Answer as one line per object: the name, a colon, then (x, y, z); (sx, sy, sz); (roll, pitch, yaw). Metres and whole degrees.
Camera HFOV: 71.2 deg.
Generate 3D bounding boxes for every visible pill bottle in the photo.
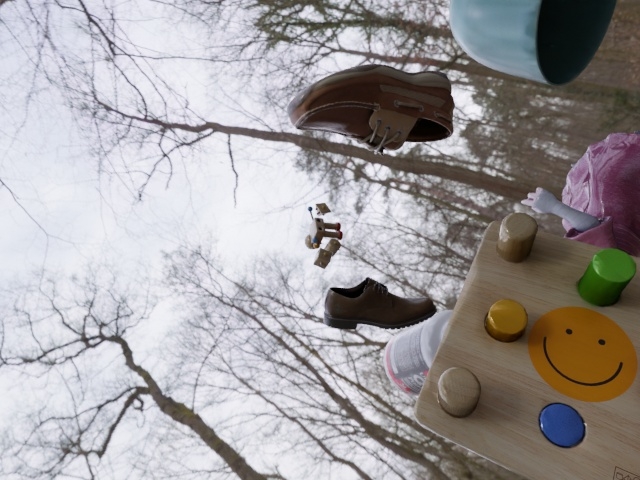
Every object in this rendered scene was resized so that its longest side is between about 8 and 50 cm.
pill bottle: (0.294, 0.270, 1.081); (0.176, 0.176, 0.318); (-32, -11, -29)

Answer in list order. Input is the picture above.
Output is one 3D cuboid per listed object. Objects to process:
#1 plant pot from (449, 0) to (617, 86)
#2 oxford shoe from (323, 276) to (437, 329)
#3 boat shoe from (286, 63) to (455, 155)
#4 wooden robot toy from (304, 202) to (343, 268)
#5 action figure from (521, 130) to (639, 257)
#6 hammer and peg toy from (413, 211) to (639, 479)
plant pot: (0.409, -0.479, 0.901); (0.293, 0.235, 0.293); (-21, -55, -33)
oxford shoe: (0.120, 0.122, 0.889); (0.227, 0.083, 0.096); (-1, -76, -3)
boat shoe: (0.103, -0.202, 0.722); (0.324, 0.123, 0.116); (-13, -97, -28)
wooden robot toy: (0.000, 0.000, 0.966); (0.076, 0.173, 0.079); (12, -44, -22)
action figure: (0.455, 0.016, 0.710); (0.370, 0.276, 0.248); (-63, -26, -23)
hammer and peg toy: (0.298, 0.135, 0.414); (0.266, 0.361, 0.127); (-59, -27, -22)
